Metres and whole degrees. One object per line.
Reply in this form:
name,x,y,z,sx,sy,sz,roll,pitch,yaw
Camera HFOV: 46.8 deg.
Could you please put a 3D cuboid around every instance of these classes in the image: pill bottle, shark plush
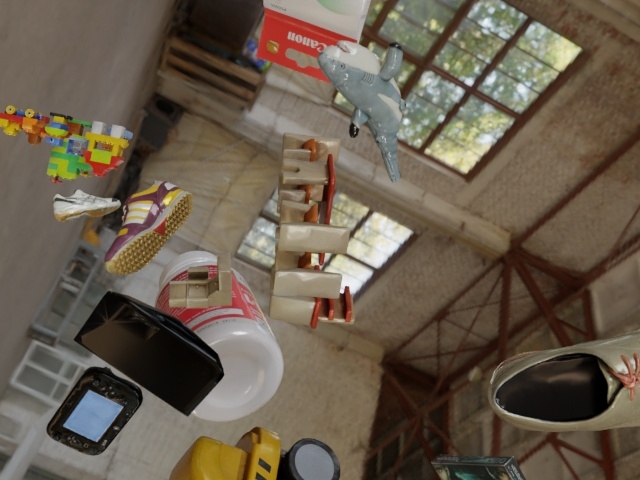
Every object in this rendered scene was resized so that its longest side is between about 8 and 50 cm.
pill bottle,-0.242,0.189,1.639,0.229,0.229,0.408,-61,-150,15
shark plush,0.044,-0.131,0.747,0.067,0.073,0.161,-43,138,-27

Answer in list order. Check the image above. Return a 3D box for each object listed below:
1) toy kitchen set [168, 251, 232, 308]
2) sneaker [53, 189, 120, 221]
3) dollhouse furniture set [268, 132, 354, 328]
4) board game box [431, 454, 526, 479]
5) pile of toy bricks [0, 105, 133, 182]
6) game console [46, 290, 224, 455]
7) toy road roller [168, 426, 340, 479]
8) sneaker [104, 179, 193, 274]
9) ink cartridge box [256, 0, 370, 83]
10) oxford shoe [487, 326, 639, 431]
toy kitchen set,-0.161,0.041,0.993,0.075,0.083,0.068,96,-10,-46
sneaker,-0.292,-0.049,0.925,0.032,0.083,0.037,-39,-113,50
dollhouse furniture set,0.000,0.000,1.106,0.262,0.135,0.259,-93,-171,-55
board game box,0.271,0.407,1.197,0.026,0.126,0.186,-32,-177,-32
pile of toy bricks,-0.403,-0.141,1.176,0.118,0.212,0.105,12,90,-85
game console,-0.312,0.237,1.165,0.361,0.213,0.044,-49,-171,31
toy road roller,-0.127,0.452,1.158,0.202,0.240,0.329,-54,-162,41
sneaker,-0.282,-0.022,1.146,0.185,0.084,0.069,-49,155,-37
ink cartridge box,-0.015,-0.382,1.230,0.056,0.181,0.225,-48,158,-61
oxford shoe,0.357,0.156,0.816,0.130,0.348,0.123,17,57,-70
